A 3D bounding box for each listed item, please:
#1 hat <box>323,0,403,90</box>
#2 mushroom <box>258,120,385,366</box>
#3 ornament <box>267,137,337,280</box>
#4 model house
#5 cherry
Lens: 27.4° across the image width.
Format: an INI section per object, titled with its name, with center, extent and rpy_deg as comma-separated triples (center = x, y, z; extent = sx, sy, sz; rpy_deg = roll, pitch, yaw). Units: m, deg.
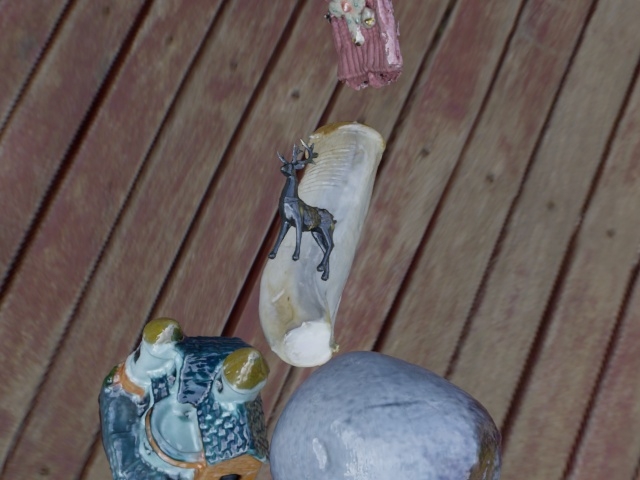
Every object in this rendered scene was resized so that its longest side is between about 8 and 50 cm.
[hat]
center = 0.033, -0.328, 1.632
extent = 0.107, 0.237, 0.286
rpy_deg = -12, 96, -16
[mushroom]
center = 0.000, 0.000, 1.439
extent = 0.095, 0.123, 0.351
rpy_deg = 32, 43, -20
[ornament]
center = -0.013, -0.032, 1.179
extent = 0.073, 0.028, 0.125
rpy_deg = 21, 60, -39
[model house]
center = -0.158, 0.210, 1.701
extent = 0.185, 0.291, 0.253
rpy_deg = 6, 52, -25
[cherry]
center = 0.074, 0.245, 1.552
extent = 0.255, 0.296, 0.218
rpy_deg = 10, 90, -39
